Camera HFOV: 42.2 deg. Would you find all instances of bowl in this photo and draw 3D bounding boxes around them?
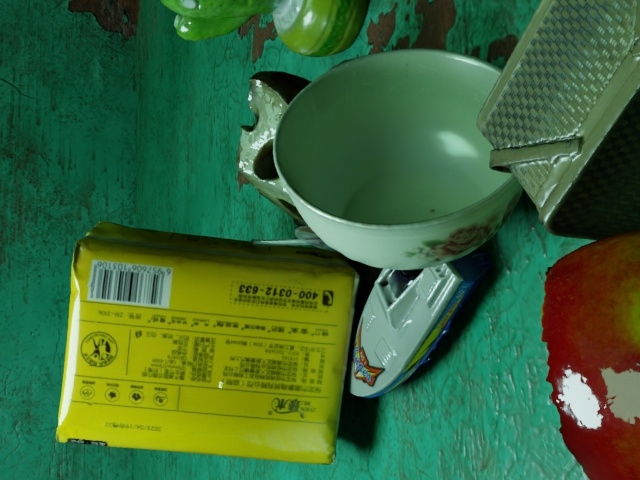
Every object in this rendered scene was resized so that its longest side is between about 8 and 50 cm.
[{"bbox_3d":[0.096,-0.073,0.908,0.145,0.277,0.277,74,175,-46],"label":"bowl"}]

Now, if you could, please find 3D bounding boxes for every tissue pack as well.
[{"bbox_3d":[-0.156,0.142,1.184,0.228,0.382,0.293,-121,38,-84],"label":"tissue pack"}]

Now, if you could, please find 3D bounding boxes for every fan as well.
[{"bbox_3d":[0.000,0.000,1.093,0.227,0.152,0.008,-2,75,31],"label":"fan"}]

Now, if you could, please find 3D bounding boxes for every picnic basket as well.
[{"bbox_3d":[0.260,-0.132,0.643,0.266,0.165,0.139,-64,32,36],"label":"picnic basket"}]

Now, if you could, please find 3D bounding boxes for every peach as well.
[{"bbox_3d":[0.248,0.095,0.603,0.226,0.190,0.196,45,144,46],"label":"peach"}]

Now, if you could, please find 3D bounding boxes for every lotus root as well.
[{"bbox_3d":[0.006,-0.102,1.121,0.142,0.314,0.210,16,91,22],"label":"lotus root"}]

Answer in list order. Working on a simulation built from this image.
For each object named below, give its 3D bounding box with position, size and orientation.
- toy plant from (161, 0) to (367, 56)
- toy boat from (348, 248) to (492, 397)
[{"bbox_3d":[-0.099,-0.386,1.256,0.224,0.316,0.184,-56,39,43],"label":"toy plant"},{"bbox_3d":[0.097,0.101,1.032,0.295,0.088,0.129,-63,33,37],"label":"toy boat"}]
